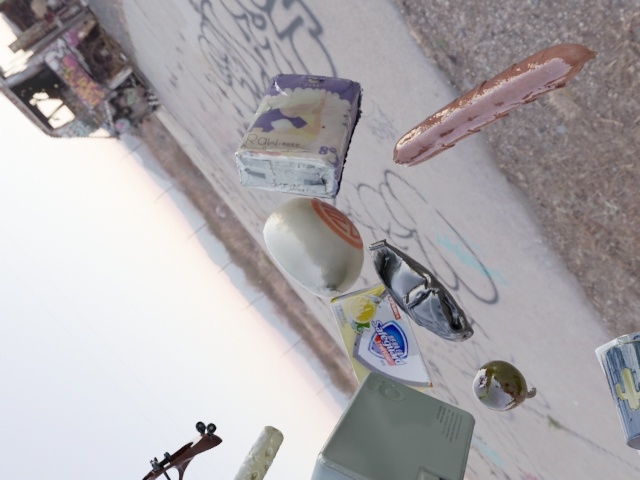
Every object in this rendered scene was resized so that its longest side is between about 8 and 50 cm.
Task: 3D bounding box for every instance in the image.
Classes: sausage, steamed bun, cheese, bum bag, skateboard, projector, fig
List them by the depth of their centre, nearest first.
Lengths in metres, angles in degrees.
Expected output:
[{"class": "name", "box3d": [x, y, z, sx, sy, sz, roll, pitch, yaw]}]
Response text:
[{"class": "projector", "box3d": [0.111, 0.317, 0.838, 0.191, 0.099, 0.256, 19, -160, 15]}, {"class": "skateboard", "box3d": [-0.236, 0.388, 1.011, 0.067, 0.151, 0.080, -21, 99, 57]}, {"class": "bum bag", "box3d": [0.171, 0.093, 1.090, 0.142, 0.079, 0.326, 64, 169, -27]}, {"class": "sausage", "box3d": [0.325, -0.266, 1.151, 0.088, 0.433, 0.088, 37, -141, -37]}, {"class": "cheese", "box3d": [-0.146, 0.506, 1.290, 0.064, 0.194, 0.043, 30, 174, -26]}, {"class": "fig", "box3d": [0.483, 0.376, 1.453, 0.236, 0.124, 0.124, 24, -170, -34]}, {"class": "steamed bun", "box3d": [0.000, 0.000, 1.480, 0.283, 0.177, 0.283, 39, -164, -14]}]

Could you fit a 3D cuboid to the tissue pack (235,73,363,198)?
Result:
[{"class": "tissue pack", "box3d": [-0.042, -0.260, 1.409, 0.242, 0.344, 0.125, 8, 140, 9]}]

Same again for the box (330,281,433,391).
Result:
[{"class": "box", "box3d": [0.141, 0.236, 1.362, 0.097, 0.168, 0.265, -23, -86, -83]}]

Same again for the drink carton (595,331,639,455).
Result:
[{"class": "drink carton", "box3d": [0.744, 0.366, 1.296, 0.131, 0.106, 0.315, 85, 171, -68]}]

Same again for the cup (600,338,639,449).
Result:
[{"class": "cup", "box3d": [0.566, 0.253, 0.959, 0.131, 0.155, 0.176, 22, 144, -21]}]
